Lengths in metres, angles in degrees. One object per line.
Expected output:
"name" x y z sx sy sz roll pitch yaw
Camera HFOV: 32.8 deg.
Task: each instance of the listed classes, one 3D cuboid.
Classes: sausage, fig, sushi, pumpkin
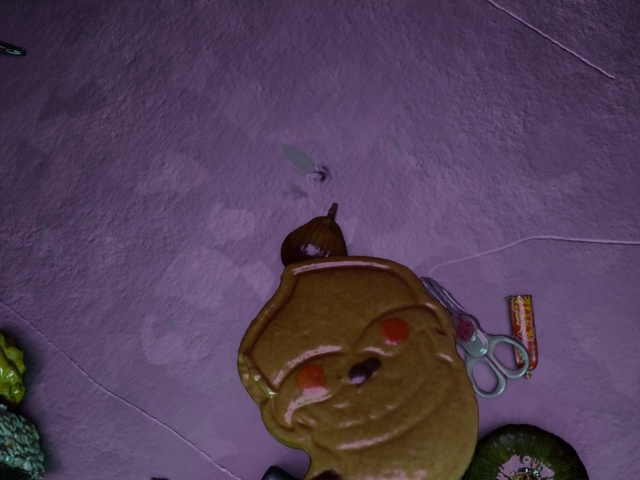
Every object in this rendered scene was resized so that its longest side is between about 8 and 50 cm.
"sausage" 0.351 0.167 1.884 0.050 0.048 0.145 0 83 -35
"fig" -0.010 0.010 1.911 0.119 0.153 0.119 1 125 1
"sushi" -0.565 0.339 1.824 0.126 0.225 0.136 -29 51 13
"pumpkin" 0.337 0.416 1.800 0.223 0.157 0.224 -3 66 8

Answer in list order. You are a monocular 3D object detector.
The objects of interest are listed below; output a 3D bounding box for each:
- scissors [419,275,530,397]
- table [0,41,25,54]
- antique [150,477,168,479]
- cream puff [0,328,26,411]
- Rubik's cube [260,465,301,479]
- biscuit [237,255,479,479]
"scissors" 0.252 0.157 1.889 0.242 0.030 0.118 48 112 12
"table" -0.664 -0.494 1.947 0.249 0.317 0.317 -1 83 -10
"antique" -0.300 0.510 1.893 0.031 0.015 0.192 10 83 8
"cream puff" -0.563 0.227 1.898 0.116 0.146 0.146 23 83 -33
"Rubik's cube" -0.046 0.529 1.766 0.237 0.237 0.238 33 85 4
"biscuit" 0.066 0.216 1.727 0.350 0.078 0.455 -25 64 -14
